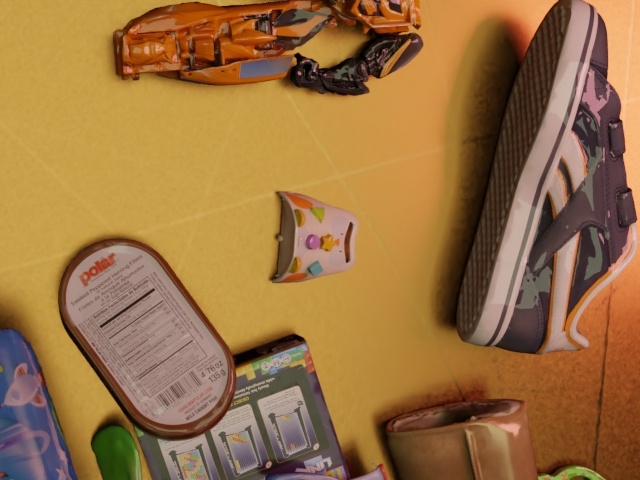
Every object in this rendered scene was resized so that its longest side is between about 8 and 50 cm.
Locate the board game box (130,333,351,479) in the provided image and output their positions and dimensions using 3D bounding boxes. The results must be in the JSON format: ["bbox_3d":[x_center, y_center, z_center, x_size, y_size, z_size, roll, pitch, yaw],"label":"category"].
[{"bbox_3d":[-0.073,0.179,1.206,0.170,0.048,0.141,-19,100,-10],"label":"board game box"}]

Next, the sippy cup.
[{"bbox_3d":[-0.293,0.193,1.063,0.240,0.305,0.224,-16,73,8],"label":"sippy cup"}]

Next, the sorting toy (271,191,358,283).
[{"bbox_3d":[0.000,0.000,1.217,0.075,0.045,0.083,2,94,-32],"label":"sorting toy"}]

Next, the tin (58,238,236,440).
[{"bbox_3d":[-0.148,0.083,1.157,0.106,0.040,0.190,-35,81,-17],"label":"tin"}]

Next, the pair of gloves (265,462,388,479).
[{"bbox_3d":[0.002,0.283,1.214,0.159,0.023,0.198,-18,117,-11],"label":"pair of gloves"}]

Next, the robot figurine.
[{"bbox_3d":[-0.037,-0.223,1.162,0.291,0.085,0.211,-8,97,-12],"label":"robot figurine"}]

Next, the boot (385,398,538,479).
[{"bbox_3d":[0.200,0.276,1.228,0.236,0.089,0.269,-12,97,9],"label":"boot"}]

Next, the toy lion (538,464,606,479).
[{"bbox_3d":[0.226,0.255,1.289,0.096,0.034,0.100,39,86,-5],"label":"toy lion"}]

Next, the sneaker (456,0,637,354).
[{"bbox_3d":[0.222,-0.051,1.216,0.127,0.126,0.321,12,103,-9],"label":"sneaker"}]
